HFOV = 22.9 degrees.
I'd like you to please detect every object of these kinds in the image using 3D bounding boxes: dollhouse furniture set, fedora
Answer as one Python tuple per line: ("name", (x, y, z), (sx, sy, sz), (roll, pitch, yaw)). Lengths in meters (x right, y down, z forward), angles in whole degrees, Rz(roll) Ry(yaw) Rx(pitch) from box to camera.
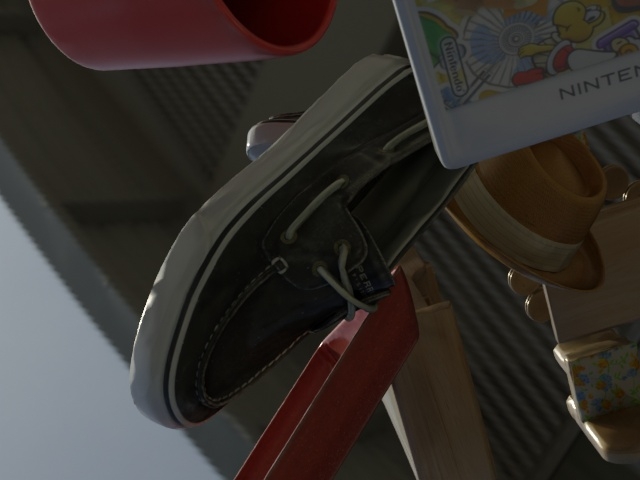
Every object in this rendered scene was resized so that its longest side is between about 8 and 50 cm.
("dollhouse furniture set", (0.237, 0.051, 1.454), (0.394, 0.362, 0.256), (-17, -160, -2))
("fedora", (0.169, -0.045, 1.252), (0.194, 0.079, 0.194), (28, -152, -16))

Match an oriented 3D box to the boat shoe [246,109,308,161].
("boat shoe", (0.073, -0.126, 1.686), (0.306, 0.113, 0.105), (-1, -107, -4))

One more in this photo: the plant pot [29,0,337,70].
("plant pot", (-0.150, -0.291, 1.601), (0.275, 0.243, 0.275), (23, -119, -52))

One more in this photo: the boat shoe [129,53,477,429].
("boat shoe", (0.000, 0.000, 1.101), (0.119, 0.121, 0.335), (23, -114, 34))

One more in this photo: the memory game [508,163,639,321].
("memory game", (0.276, 0.010, 1.611), (0.186, 0.186, 0.012), (10, -166, -24))

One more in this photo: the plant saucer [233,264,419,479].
("plant saucer", (-0.018, 0.163, 1.211), (0.047, 0.258, 0.259), (34, -111, -1))

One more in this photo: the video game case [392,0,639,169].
("video game case", (0.117, -0.149, 0.595), (0.206, 0.227, 0.026), (-17, -144, 4))
